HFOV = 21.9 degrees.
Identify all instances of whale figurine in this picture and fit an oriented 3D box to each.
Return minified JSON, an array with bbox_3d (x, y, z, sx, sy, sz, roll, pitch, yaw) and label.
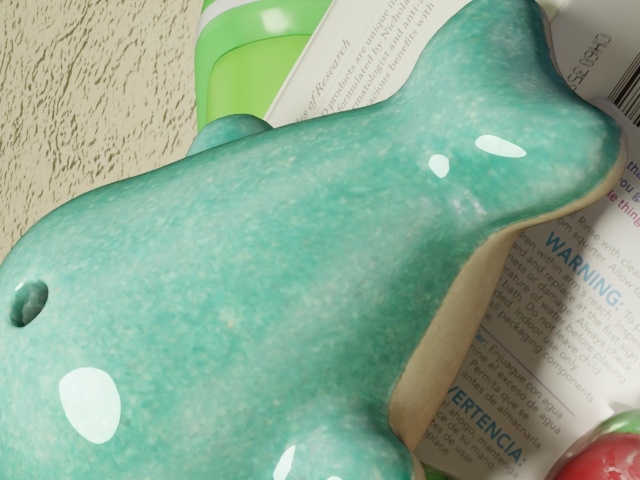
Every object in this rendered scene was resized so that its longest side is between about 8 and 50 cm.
[{"bbox_3d":[-0.022,0.016,0.600,0.272,0.141,0.216,-43,42,21],"label":"whale figurine"}]

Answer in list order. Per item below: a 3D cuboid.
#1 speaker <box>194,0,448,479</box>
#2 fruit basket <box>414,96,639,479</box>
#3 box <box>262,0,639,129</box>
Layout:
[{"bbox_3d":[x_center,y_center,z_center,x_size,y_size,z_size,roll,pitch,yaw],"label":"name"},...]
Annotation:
[{"bbox_3d":[0.000,0.000,0.873,0.131,0.131,0.296,-18,69,46],"label":"speaker"},{"bbox_3d":[0.115,0.178,0.667,0.327,0.165,0.353,44,102,15],"label":"fruit basket"},{"bbox_3d":[0.100,-0.062,0.727,0.182,0.181,0.119,-58,43,26],"label":"box"}]
